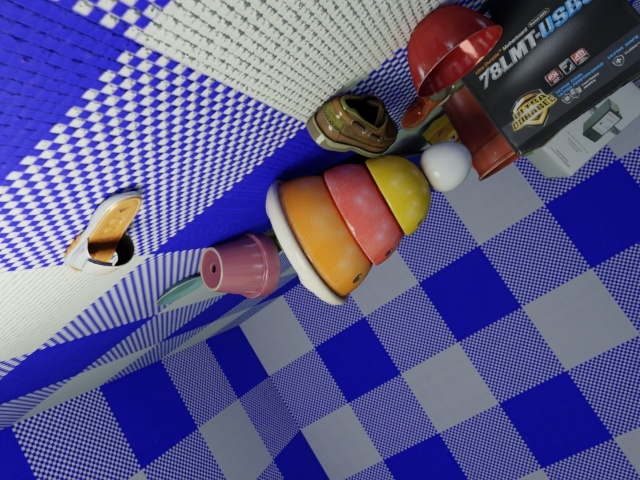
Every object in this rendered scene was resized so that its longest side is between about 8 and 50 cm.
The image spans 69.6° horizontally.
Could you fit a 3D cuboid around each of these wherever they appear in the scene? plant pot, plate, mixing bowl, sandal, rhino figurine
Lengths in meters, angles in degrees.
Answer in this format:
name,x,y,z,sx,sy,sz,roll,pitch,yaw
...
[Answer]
name,x,y,z,sx,sy,sz,roll,pitch,yaw
plant pot,-0.250,0.079,1.380,0.180,0.201,0.201,-2,152,-42
plate,-0.467,0.161,1.546,0.188,0.024,0.188,-31,170,-6
mixing bowl,0.230,-0.365,0.856,0.181,0.098,0.181,-31,171,-5
plant pot,0.486,-0.353,1.282,0.272,0.265,0.272,-31,172,-5
sandal,-0.384,0.011,0.832,0.102,0.076,0.265,-23,167,-47
rhino figurine,0.343,-0.412,1.086,0.243,0.073,0.106,-33,168,-5

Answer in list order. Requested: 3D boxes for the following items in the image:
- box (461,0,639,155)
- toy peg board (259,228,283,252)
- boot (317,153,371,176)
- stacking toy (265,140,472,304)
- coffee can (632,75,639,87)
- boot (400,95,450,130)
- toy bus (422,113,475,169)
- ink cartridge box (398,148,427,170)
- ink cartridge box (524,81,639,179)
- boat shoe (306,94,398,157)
name,x,y,z,sx,sy,sz,roll,pitch,yaw
box,0.436,-0.372,0.904,0.295,0.293,0.073,-38,171,34
toy peg board,-0.205,0.038,1.613,0.161,0.079,0.160,-22,166,-49
boot,0.056,-0.155,1.409,0.246,0.094,0.207,-35,170,-25
stacking toy,0.142,-0.091,1.113,0.479,0.351,0.350,-30,172,12
coffee can,0.918,-0.594,1.441,0.201,0.275,0.201,-32,172,-5
boot,0.269,-0.356,1.202,0.158,0.059,0.084,-43,166,11
toy bus,0.475,-0.332,1.547,0.220,0.211,0.149,-20,167,-49
ink cartridge box,0.358,-0.288,1.648,0.165,0.065,0.332,-2,-167,41
ink cartridge box,0.784,-0.328,1.375,0.289,0.121,0.211,-44,177,9
boat shoe,0.105,-0.251,0.995,0.104,0.111,0.307,-37,170,36
